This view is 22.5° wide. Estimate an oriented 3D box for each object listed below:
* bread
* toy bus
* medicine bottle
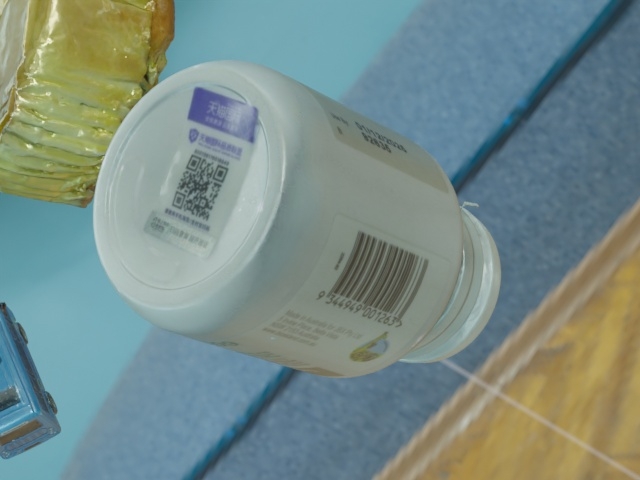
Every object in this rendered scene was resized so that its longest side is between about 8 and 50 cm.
[{"bbox_3d":[-0.205,-0.154,1.315,0.179,0.133,0.250,-24,56,53],"label":"bread"},{"bbox_3d":[-0.175,0.073,0.873,0.038,0.046,0.083,-26,65,-3],"label":"toy bus"},{"bbox_3d":[0.000,0.000,0.825,0.135,0.215,0.135,-13,68,34],"label":"medicine bottle"}]
